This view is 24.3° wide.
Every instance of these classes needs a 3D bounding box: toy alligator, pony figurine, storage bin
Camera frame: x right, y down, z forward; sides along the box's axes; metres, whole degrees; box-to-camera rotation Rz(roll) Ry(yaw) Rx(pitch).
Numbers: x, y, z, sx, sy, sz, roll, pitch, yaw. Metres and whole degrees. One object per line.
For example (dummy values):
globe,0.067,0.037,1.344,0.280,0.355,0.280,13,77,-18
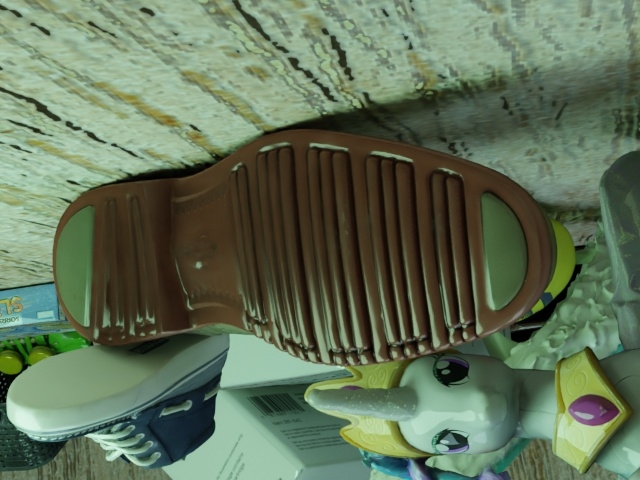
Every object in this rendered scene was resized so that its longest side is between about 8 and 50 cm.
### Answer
toy alligator,-0.286,0.099,1.566,0.190,0.056,0.051,-9,132,13
pony figurine,0.218,0.085,0.833,0.364,0.302,0.351,-2,178,42
storage bin,-0.325,0.170,1.620,0.122,0.084,0.180,-5,-157,20

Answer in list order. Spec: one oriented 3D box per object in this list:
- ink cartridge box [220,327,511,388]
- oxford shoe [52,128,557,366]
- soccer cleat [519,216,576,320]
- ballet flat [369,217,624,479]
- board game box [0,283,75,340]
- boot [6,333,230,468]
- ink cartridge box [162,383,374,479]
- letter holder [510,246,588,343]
ink cartridge box,0.020,0.069,1.359,0.197,0.114,0.273,-12,170,37
oxford shoe,0.000,0.000,0.838,0.348,0.123,0.130,1,-176,43
soccer cleat,0.125,0.013,1.128,0.121,0.093,0.289,-22,165,40
ballet flat,0.153,0.116,1.258,0.409,0.147,0.147,-35,-174,-26
board game box,-0.319,0.074,1.380,0.201,0.035,0.136,-8,173,9
boot,-0.117,0.107,0.903,0.069,0.086,0.190,14,-161,29
ink cartridge box,-0.068,0.174,1.473,0.278,0.117,0.201,40,-158,32
letter holder,0.346,0.083,1.657,0.302,0.152,0.214,-6,171,-7
